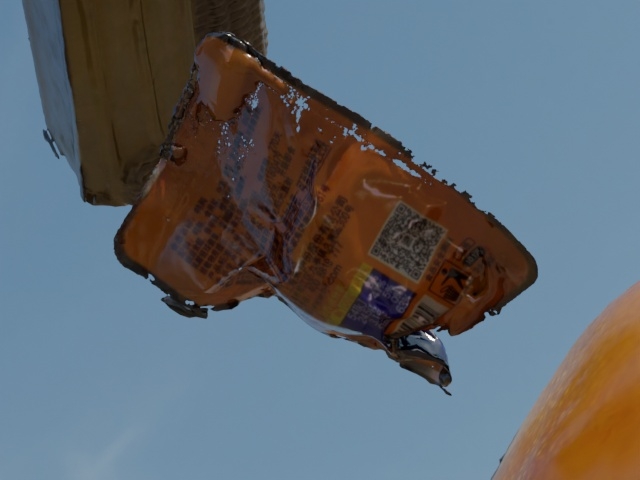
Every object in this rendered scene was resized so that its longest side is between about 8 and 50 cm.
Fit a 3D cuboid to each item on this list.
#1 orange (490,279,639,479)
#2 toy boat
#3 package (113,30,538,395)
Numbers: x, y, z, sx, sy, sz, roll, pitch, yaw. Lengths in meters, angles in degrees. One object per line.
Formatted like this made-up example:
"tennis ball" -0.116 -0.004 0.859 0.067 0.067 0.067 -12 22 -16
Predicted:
"orange" 0.150 0.112 0.538 0.240 0.240 0.240 -27 -31 -17
"toy boat" -0.083 -0.131 0.899 0.115 0.089 0.310 -18 -44 -16
"package" 0.000 0.000 0.519 0.077 0.111 0.033 -59 2 42
